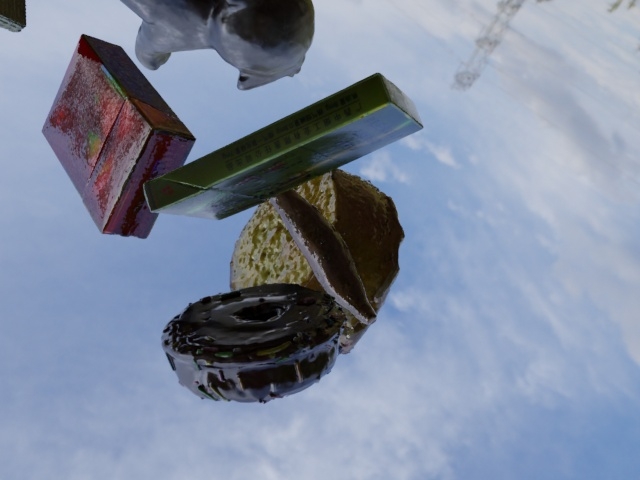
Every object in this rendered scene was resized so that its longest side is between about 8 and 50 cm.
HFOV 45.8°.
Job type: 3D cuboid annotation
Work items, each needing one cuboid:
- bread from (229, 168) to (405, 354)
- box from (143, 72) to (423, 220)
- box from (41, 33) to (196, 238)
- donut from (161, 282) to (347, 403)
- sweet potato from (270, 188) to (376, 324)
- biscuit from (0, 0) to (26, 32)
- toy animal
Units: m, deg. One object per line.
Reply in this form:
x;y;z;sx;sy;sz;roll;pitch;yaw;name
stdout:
-0.011;0.045;1.499;0.215;0.398;0.398;29;-154;-33;bread
-0.039;-0.102;0.915;0.043;0.311;0.173;70;-163;8;box
-0.340;-0.173;1.234;0.089;0.197;0.313;9;-150;-46;box
-0.078;0.127;0.939;0.235;0.089;0.235;-6;-165;1;donut
0.000;0.000;1.180;0.072;0.066;0.314;-20;-110;-30;sweet potato
-0.599;-0.447;1.248;0.250;0.046;0.147;14;-119;-56;biscuit
-0.116;-0.214;0.608;0.233;0.121;0.169;30;171;-29;toy animal
